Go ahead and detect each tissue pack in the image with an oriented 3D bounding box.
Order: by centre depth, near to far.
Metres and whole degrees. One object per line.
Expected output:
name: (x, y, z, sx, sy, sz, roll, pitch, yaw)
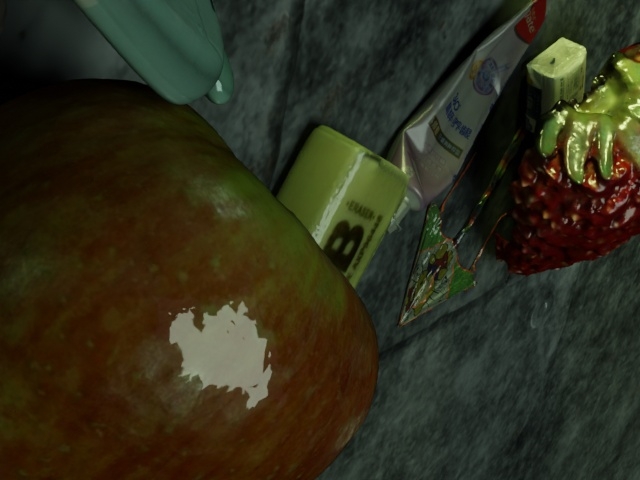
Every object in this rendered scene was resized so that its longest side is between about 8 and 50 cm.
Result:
tissue pack: (0.234, -0.151, 1.469, 0.062, 0.042, 0.083, -39, 145, -28)

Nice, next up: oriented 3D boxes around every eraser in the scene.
eraser: (0.000, 0.000, 1.227, 0.172, 0.058, 0.117, -62, 150, 1)

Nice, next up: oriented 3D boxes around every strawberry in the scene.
strawberry: (0.292, -0.056, 1.491, 0.233, 0.137, 0.306, -46, 161, -20)

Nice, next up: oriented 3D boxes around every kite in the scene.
kite: (0.148, -0.011, 1.495, 0.244, 0.006, 0.198, -56, 149, -8)

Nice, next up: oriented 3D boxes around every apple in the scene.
apple: (-0.120, 0.055, 0.892, 0.250, 0.277, 0.309, -44, 124, -2)

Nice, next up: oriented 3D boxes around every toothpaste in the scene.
toothpaste: (0.136, -0.126, 1.343, 0.301, 0.048, 0.075, -53, 145, -18)

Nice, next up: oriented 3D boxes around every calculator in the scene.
calculator: (-0.115, -0.174, 0.803, 0.042, 0.184, 0.295, -25, 148, 11)

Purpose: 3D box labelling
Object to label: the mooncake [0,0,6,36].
mooncake: (-0.264, -0.118, 0.651, 0.245, 0.133, 0.245, -36, 141, -35)
